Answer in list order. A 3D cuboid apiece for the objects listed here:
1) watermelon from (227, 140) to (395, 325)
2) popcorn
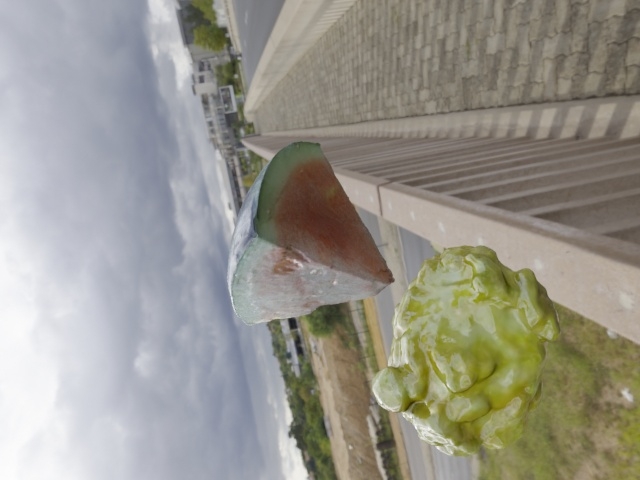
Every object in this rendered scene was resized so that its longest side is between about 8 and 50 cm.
[{"bbox_3d":[-0.022,-0.005,0.524,0.202,0.136,0.207,43,-125,-33],"label":"watermelon"},{"bbox_3d":[0.188,0.150,0.624,0.235,0.250,0.242,22,163,51],"label":"popcorn"}]
